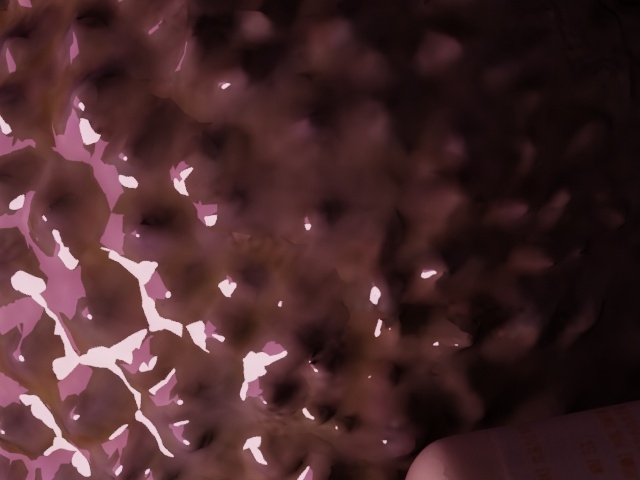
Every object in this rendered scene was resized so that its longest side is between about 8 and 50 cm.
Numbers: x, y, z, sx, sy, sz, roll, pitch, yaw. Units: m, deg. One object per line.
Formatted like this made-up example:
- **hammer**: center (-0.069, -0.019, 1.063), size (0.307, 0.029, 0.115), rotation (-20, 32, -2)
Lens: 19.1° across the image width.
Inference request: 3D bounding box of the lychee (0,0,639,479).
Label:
- **lychee**: center (0.000, 0.000, 0.810), size (0.380, 0.432, 0.380), rotation (43, -159, -21)

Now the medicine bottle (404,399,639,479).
- **medicine bottle**: center (0.075, 0.112, 0.597), size (0.114, 0.252, 0.114), rotation (171, 90, -87)
